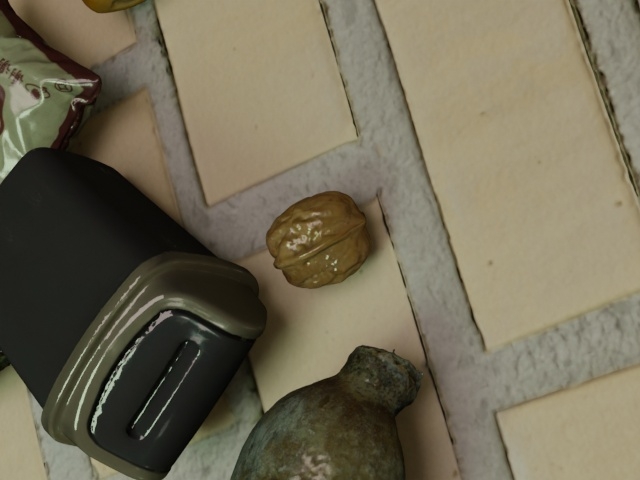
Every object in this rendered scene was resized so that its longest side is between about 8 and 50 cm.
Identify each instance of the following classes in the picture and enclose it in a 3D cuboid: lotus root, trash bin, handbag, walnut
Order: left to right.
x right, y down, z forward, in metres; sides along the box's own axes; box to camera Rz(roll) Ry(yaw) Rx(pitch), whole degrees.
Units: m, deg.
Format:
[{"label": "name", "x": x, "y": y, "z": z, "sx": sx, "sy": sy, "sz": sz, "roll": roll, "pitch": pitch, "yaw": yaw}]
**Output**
[{"label": "handbag", "x": -0.332, "y": -0.121, "z": 1.439, "sx": 0.213, "sy": 0.127, "sz": 0.235, "roll": 39, "pitch": 106, "yaw": 26}, {"label": "trash bin", "x": -0.192, "y": 0.062, "z": 1.309, "sx": 0.290, "sy": 0.182, "sz": 0.209, "roll": 42, "pitch": 106, "yaw": 33}, {"label": "lotus root", "x": -0.016, "y": 0.250, "z": 1.188, "sx": 0.175, "sy": 0.175, "sz": 0.349, "roll": 16, "pitch": 89, "yaw": 31}, {"label": "walnut", "x": 0.000, "y": 0.000, "z": 1.262, "sx": 0.096, "sy": 0.082, "sz": 0.079, "roll": -24, "pitch": 101, "yaw": 25}]

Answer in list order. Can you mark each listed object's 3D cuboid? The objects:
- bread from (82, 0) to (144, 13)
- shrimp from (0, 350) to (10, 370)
[{"label": "bread", "x": -0.227, "y": -0.339, "z": 1.435, "sx": 0.092, "sy": 0.074, "sz": 0.239, "roll": -30, "pitch": 70, "yaw": 19}, {"label": "shrimp", "x": -0.397, "y": 0.231, "z": 1.477, "sx": 0.365, "sy": 0.071, "sz": 0.233, "roll": -38, "pitch": 76, "yaw": 20}]
